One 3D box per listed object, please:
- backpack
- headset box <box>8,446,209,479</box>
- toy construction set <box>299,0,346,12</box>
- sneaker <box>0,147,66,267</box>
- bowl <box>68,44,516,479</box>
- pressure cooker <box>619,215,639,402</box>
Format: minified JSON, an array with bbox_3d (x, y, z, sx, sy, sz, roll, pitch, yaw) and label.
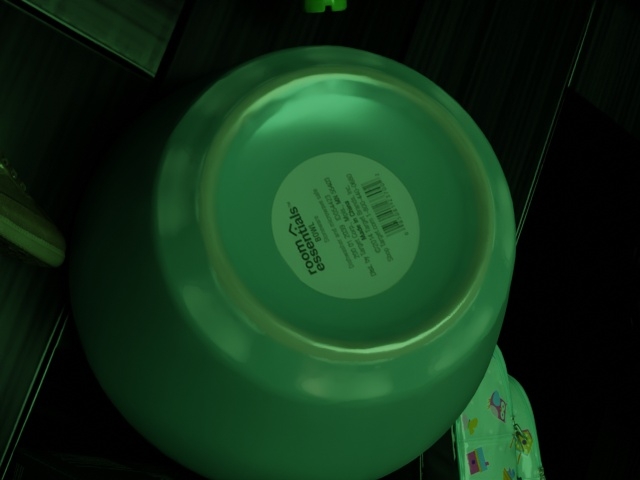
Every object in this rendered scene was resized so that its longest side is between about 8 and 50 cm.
[{"bbox_3d":[0.083,0.153,0.885,0.144,0.166,0.188,-11,92,-40],"label":"backpack"},{"bbox_3d":[-0.041,0.233,0.719,0.246,0.283,0.131,16,84,-39],"label":"headset box"},{"bbox_3d":[0.071,-0.273,0.770,0.257,0.309,0.237,-2,100,-30],"label":"toy construction set"},{"bbox_3d":[-0.220,-0.053,0.691,0.188,0.066,0.071,39,69,-34],"label":"sneaker"},{"bbox_3d":[0.000,0.000,0.724,0.312,0.163,0.311,4,73,-13],"label":"bowl"},{"bbox_3d":[0.543,0.070,1.058,0.376,0.420,0.369,12,79,-32],"label":"pressure cooker"}]
